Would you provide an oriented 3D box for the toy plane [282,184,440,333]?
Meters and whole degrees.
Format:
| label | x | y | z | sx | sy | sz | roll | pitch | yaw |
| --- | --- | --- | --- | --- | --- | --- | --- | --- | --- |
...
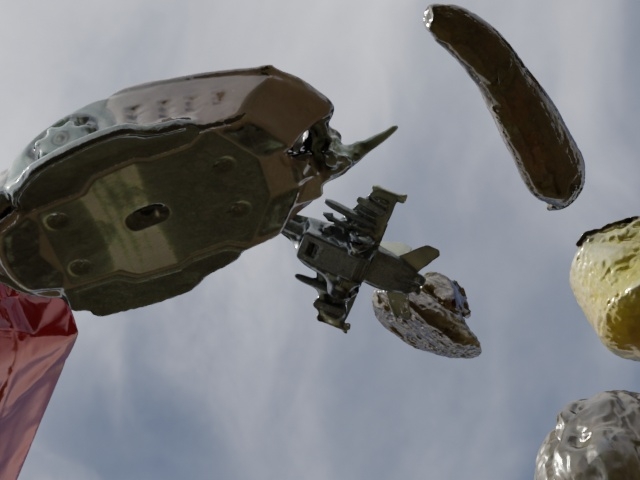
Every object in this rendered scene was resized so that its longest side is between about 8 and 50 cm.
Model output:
| label | x | y | z | sx | sy | sz | roll | pitch | yaw |
| --- | --- | --- | --- | --- | --- | --- | --- | --- | --- |
| toy plane | -0.001 | 0.005 | 1.471 | 0.262 | 0.088 | 0.192 | 19 | -65 | -4 |

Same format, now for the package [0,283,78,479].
| label | x | y | z | sx | sy | sz | roll | pitch | yaw |
| --- | --- | --- | --- | --- | --- | --- | --- | --- | --- |
| package | -0.395 | 0.193 | 1.342 | 0.123 | 0.196 | 0.424 | 32 | -70 | 17 |

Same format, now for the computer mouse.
| label | x | y | z | sx | sy | sz | roll | pitch | yaw |
| --- | --- | --- | --- | --- | --- | --- | --- | --- | --- |
| computer mouse | -0.125 | -0.065 | 1.125 | 0.389 | 0.115 | 0.199 | -19 | -42 | -5 |

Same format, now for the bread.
| label | x | y | z | sx | sy | sz | roll | pitch | yaw |
| --- | --- | --- | --- | --- | --- | --- | --- | --- | --- |
| bread | 0.433 | 0.059 | 1.661 | 0.197 | 0.170 | 0.197 | -16 | -43 | -15 |

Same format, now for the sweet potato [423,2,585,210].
| label | x | y | z | sx | sy | sz | roll | pitch | yaw |
| --- | --- | --- | --- | --- | --- | --- | --- | --- | --- |
| sweet potato | 0.202 | -0.147 | 1.352 | 0.075 | 0.075 | 0.273 | -36 | -69 | 0 |

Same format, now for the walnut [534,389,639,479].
| label | x | y | z | sx | sy | sz | roll | pitch | yaw |
| --- | --- | --- | --- | --- | --- | --- | --- | --- | --- |
| walnut | 0.296 | 0.238 | 1.276 | 0.178 | 0.230 | 0.178 | 0 | -66 | -1 |

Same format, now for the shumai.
| label | x | y | z | sx | sy | sz | roll | pitch | yaw |
| --- | --- | --- | --- | --- | --- | --- | --- | --- | --- |
| shumai | 0.131 | 0.082 | 1.556 | 0.139 | 0.123 | 0.105 | 9 | -108 | -3 |
